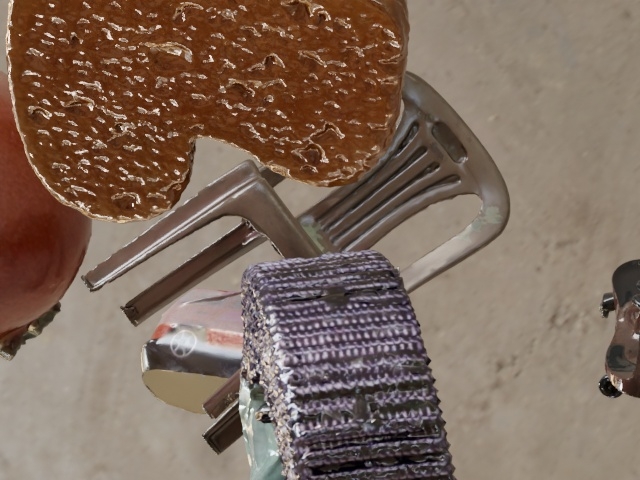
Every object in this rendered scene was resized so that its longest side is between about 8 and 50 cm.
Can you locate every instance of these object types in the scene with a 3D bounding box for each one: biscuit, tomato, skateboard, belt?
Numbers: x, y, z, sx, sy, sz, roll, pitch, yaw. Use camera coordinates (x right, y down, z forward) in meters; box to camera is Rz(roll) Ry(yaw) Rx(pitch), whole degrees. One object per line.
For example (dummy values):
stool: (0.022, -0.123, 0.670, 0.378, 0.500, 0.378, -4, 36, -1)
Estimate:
biscuit: (-0.054, -0.071, 0.803, 0.192, 0.036, 0.186, 9, 138, 7)
tomato: (-0.356, -0.019, 1.404, 0.321, 0.321, 0.322, 15, 119, 28)
skateboard: (0.226, 0.053, 1.163, 0.067, 0.151, 0.080, 10, 118, 8)
belt: (0.013, 0.160, 1.025, 0.260, 0.122, 0.325, 96, 164, -59)

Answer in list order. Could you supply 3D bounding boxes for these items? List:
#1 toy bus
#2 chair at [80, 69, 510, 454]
toy bus: (-0.068, 0.150, 2.136, 0.302, 0.147, 0.127, 8, 141, 20)
chair: (0.000, 0.000, 1.328, 0.326, 0.183, 0.175, -39, 88, -4)
